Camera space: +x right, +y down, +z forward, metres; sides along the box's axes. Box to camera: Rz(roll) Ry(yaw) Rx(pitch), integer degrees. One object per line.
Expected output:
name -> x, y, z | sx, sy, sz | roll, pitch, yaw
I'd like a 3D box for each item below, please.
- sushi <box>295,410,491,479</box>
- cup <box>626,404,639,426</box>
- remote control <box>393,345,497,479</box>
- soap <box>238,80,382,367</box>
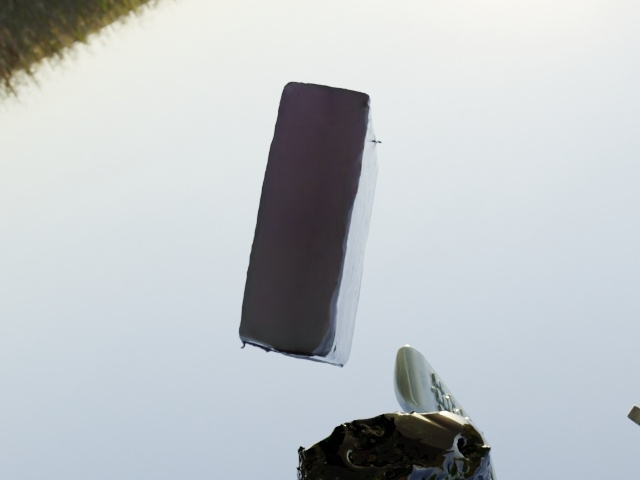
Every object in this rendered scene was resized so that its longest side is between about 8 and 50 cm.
sushi -> 0.078, 0.258, 0.996 | 0.224, 0.127, 0.124 | -7, -152, -25
cup -> 0.672, 0.368, 1.638 | 0.166, 0.221, 0.202 | -31, 153, 18
remote control -> 0.176, 0.259, 1.275 | 0.051, 0.293, 0.103 | -25, -138, 18
soap -> 0.000, 0.000, 1.067 | 0.107, 0.286, 0.296 | 8, 170, 8
